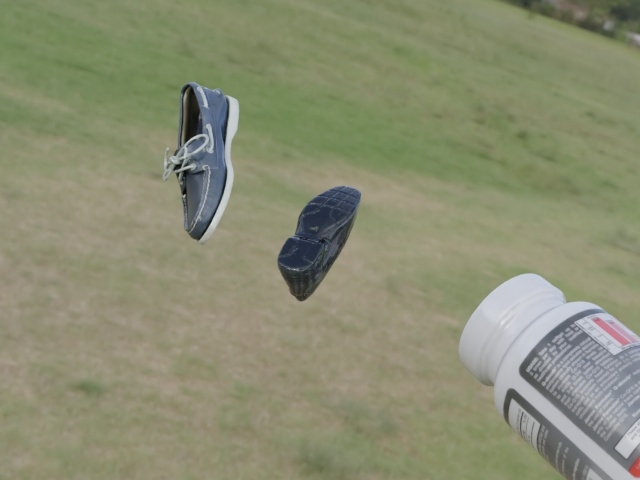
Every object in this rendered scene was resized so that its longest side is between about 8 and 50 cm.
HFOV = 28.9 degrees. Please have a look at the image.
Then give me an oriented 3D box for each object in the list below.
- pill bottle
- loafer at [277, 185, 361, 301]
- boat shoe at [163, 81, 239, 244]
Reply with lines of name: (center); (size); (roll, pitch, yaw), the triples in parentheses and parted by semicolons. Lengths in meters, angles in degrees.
pill bottle: (0.366, 0.212, 1.671); (0.210, 0.210, 0.363); (4, 30, -45)
loafer: (0.000, 0.000, 1.484); (0.062, 0.061, 0.170); (17, 47, 25)
boat shoe: (-0.159, -0.108, 1.632); (0.079, 0.095, 0.254); (25, 50, -26)
